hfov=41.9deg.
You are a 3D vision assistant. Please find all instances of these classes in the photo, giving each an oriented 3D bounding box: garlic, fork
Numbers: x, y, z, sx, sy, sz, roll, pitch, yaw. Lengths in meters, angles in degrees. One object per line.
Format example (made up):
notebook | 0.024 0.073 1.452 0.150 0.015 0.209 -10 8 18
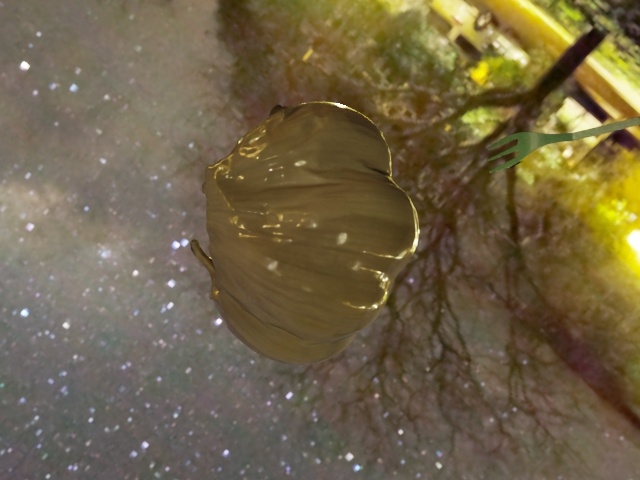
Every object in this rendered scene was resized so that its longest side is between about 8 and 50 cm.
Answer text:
garlic | 0.000 0.000 0.702 0.177 0.230 0.142 4 -170 -36
fork | 0.296 -0.120 0.935 0.021 0.235 0.039 -110 7 -58
